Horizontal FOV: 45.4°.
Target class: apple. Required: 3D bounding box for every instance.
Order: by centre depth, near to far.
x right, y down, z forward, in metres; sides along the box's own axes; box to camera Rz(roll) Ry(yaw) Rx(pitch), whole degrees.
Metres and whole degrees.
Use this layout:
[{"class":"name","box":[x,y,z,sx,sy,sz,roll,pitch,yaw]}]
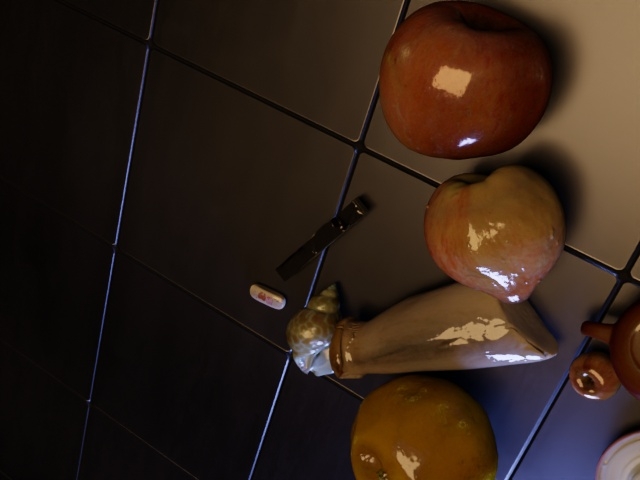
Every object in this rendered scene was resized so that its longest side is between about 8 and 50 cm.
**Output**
[{"class":"apple","box":[0.211,-0.228,1.144,0.254,0.253,0.253,11,114,27]},{"class":"apple","box":[0.456,0.223,1.264,0.084,0.071,0.084,10,108,34]}]

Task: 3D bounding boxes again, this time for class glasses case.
[{"class":"glasses case","box":[-0.110,0.116,1.591,0.083,0.021,0.032,23,117,22]}]

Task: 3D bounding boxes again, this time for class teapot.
[{"class":"teapot","box":[0.526,0.169,1.177,0.252,0.135,0.178,13,81,46]}]

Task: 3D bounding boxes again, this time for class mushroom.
[{"class":"mushroom","box":[0.200,0.162,1.360,0.408,0.137,0.154,-12,115,27]}]

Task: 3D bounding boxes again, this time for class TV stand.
[{"class":"TV stand","box":[0.000,0.000,1.468,0.036,0.042,0.249,50,126,2]}]

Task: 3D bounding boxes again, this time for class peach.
[{"class":"peach","box":[0.279,-0.004,1.202,0.233,0.232,0.232,11,114,27]}]

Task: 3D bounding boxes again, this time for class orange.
[{"class":"orange","box":[0.181,0.382,1.390,0.279,0.235,0.279,14,115,31]}]

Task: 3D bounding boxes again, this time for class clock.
[{"class":"clock","box":[0.585,0.421,1.272,0.244,0.056,0.244,12,115,27]}]

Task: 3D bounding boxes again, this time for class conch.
[{"class":"conch","box":[-0.009,0.186,1.514,0.116,0.106,0.173,-4,121,24]}]
